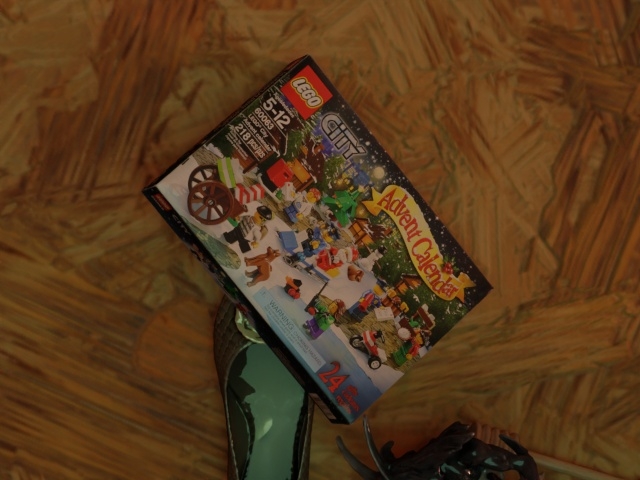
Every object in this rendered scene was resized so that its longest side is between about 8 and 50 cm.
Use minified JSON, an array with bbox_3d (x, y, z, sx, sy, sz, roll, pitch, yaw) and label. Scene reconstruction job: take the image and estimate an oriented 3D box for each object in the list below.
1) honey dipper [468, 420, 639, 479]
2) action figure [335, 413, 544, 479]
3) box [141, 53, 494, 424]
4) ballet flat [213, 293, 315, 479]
[{"bbox_3d":[0.193,0.180,1.500,0.160,0.030,0.030,18,95,-10],"label":"honey dipper"},{"bbox_3d":[0.137,0.230,1.436,0.275,0.141,0.164,23,139,-15],"label":"action figure"},{"bbox_3d":[0.000,0.000,1.424,0.159,0.044,0.233,-42,100,-17],"label":"box"},{"bbox_3d":[-0.042,0.146,1.454,0.084,0.058,0.250,1,97,-7],"label":"ballet flat"}]
